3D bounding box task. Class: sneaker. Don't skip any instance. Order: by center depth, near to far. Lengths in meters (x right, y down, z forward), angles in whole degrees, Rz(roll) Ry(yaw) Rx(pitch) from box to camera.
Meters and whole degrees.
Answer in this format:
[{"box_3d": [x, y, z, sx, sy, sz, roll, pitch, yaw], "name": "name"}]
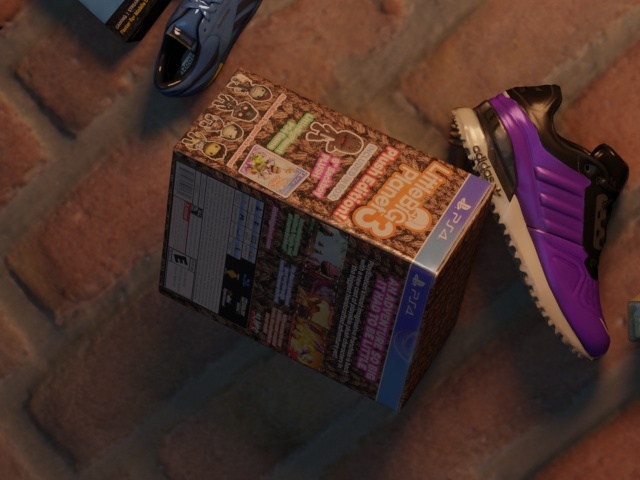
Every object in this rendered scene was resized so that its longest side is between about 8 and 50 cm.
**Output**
[{"box_3d": [0.254, -0.025, 1.941, 0.146, 0.102, 0.293, -25, 98, 3], "name": "sneaker"}, {"box_3d": [-0.116, -0.244, 2.032, 0.069, 0.082, 0.209, 31, 105, 13], "name": "sneaker"}]

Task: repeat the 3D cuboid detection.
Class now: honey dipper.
[{"box_3d": [0.145, -0.058, 2.007, 0.030, 0.030, 0.160, 8, 104, 16], "name": "honey dipper"}]

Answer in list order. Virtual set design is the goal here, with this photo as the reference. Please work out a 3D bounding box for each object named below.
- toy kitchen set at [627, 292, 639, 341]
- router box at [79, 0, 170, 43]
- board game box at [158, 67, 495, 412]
[{"box_3d": [0.383, 0.000, 1.890, 0.166, 0.122, 0.207, 0, 99, 18], "name": "toy kitchen set"}, {"box_3d": [-0.197, -0.321, 2.063, 0.133, 0.046, 0.179, 42, 108, 8], "name": "router box"}, {"box_3d": [0.000, 0.000, 1.947, 0.291, 0.141, 0.232, 26, 142, 12], "name": "board game box"}]
